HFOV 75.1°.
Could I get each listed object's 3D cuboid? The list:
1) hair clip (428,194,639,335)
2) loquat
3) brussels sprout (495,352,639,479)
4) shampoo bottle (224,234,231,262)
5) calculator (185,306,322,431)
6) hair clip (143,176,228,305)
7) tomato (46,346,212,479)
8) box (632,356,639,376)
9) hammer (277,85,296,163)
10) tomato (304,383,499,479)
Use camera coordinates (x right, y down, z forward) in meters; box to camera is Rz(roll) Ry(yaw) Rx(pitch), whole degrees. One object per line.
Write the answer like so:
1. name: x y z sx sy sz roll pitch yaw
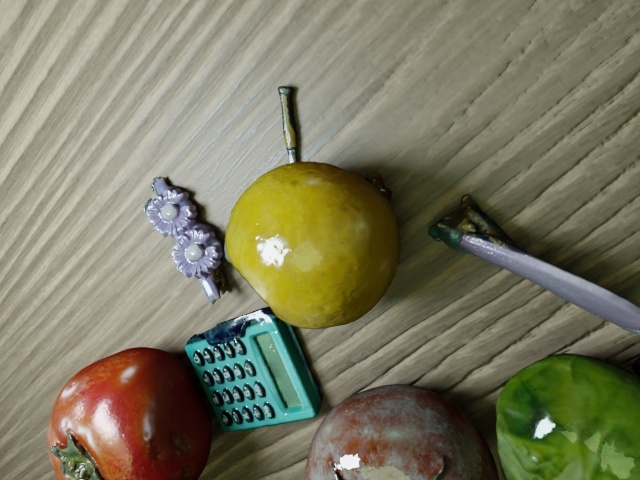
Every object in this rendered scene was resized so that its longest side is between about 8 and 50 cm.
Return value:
1. hair clip: 0.338 0.046 0.630 0.358 0.095 0.110 35 143 16
2. loquat: 0.000 0.000 0.652 0.275 0.275 0.275 5 105 18
3. brussels sprout: 0.369 0.299 0.615 0.219 0.210 0.271 21 101 38
4. shampoo bottle: -0.108 0.023 0.812 0.165 0.040 0.080 14 106 16
5. calculator: -0.152 0.280 0.883 0.274 0.058 0.248 -20 95 23
6. hair clip: -0.268 -0.009 0.848 0.106 0.084 0.292 -32 87 5
7. tomato: -0.388 0.393 0.866 0.293 0.290 0.325 -28 91 21
8. box: 0.628 0.166 0.529 0.290 0.073 0.289 25 128 9
9. hammer: -0.057 -0.175 0.755 0.078 0.021 0.201 -3 102 20
10. tomato: 0.129 0.403 0.695 0.316 0.282 0.317 3 103 15
